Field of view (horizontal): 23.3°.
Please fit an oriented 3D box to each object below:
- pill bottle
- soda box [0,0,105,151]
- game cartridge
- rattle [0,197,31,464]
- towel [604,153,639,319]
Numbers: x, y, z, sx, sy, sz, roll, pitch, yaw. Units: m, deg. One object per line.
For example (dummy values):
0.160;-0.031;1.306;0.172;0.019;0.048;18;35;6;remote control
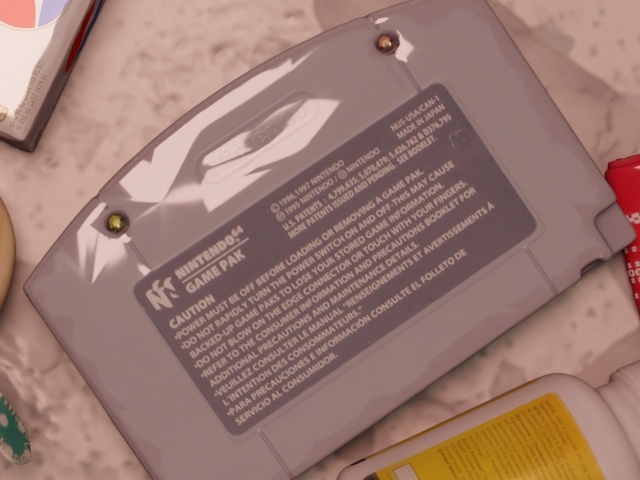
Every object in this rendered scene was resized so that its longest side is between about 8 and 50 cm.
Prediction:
0.108;0.133;0.826;0.184;0.103;0.103;-24;91;-6;pill bottle
-0.139;-0.158;0.820;0.069;0.074;0.216;24;86;-5;soda box
0.000;0.000;0.843;0.294;0.060;0.196;-34;96;-5;game cartridge
-0.200;0.018;0.758;0.130;0.143;0.199;-1;60;-28;rattle
0.286;0.059;0.885;0.199;0.031;0.274;-15;91;-6;towel
